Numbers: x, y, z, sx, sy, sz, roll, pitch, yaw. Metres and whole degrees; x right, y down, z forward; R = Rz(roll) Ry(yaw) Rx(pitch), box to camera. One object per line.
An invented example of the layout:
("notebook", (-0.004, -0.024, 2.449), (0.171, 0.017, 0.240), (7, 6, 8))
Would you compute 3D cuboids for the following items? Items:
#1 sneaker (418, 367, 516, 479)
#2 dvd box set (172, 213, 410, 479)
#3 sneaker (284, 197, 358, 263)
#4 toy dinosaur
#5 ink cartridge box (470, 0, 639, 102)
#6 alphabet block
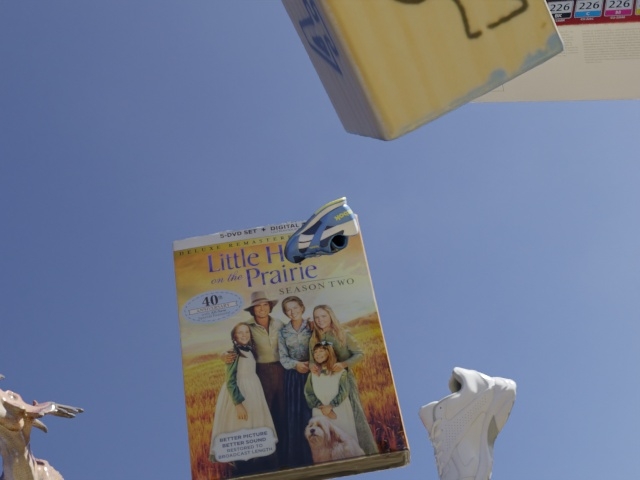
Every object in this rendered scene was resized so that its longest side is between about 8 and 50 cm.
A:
("sneaker", (0.177, 0.271, 1.319), (0.090, 0.115, 0.232), (102, -168, -52))
("dvd box set", (-0.055, 0.158, 1.481), (0.307, 0.421, 0.062), (-8, -36, -3))
("sneaker", (0.000, 0.000, 1.364), (0.053, 0.059, 0.144), (-28, -12, -43))
("toy dinosaur", (-0.328, 0.294, 1.138), (0.127, 0.200, 0.296), (-6, -47, -22))
("ink cartridge box", (0.314, -0.317, 1.299), (0.130, 0.309, 0.272), (68, -148, -45))
("alphabet block", (0.080, -0.224, 0.929), (0.192, 0.193, 0.197), (-28, -77, -8))
